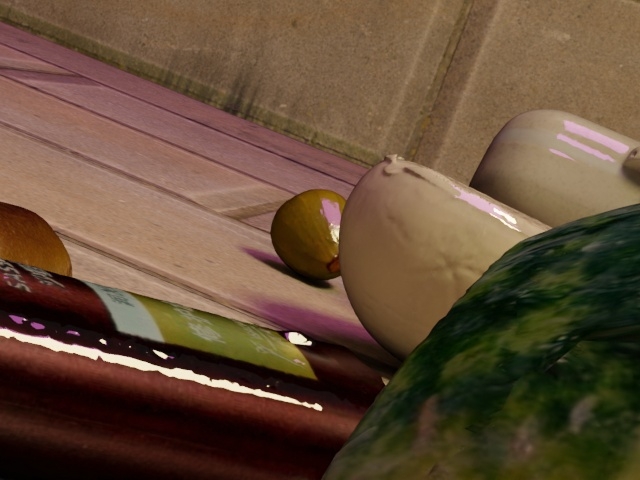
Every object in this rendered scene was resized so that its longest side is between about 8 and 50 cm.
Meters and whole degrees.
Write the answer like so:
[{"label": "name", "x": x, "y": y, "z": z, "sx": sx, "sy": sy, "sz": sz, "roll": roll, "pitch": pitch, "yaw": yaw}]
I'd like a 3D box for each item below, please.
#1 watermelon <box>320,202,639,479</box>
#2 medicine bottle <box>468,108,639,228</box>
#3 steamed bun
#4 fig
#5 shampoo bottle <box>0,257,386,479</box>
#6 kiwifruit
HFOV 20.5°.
[{"label": "watermelon", "x": 0.093, "y": 0.105, "z": 0.413, "sx": 0.193, "sy": 0.310, "sz": 0.231, "roll": 24, "pitch": -31, "yaw": 18}, {"label": "medicine bottle", "x": 0.288, "y": 0.049, "z": 1.362, "sx": 0.375, "sy": 0.123, "sz": 0.282, "roll": 26, "pitch": -26, "yaw": 17}, {"label": "steamed bun", "x": 0.111, "y": 0.039, "z": 1.208, "sx": 0.228, "sy": 0.130, "sz": 0.177, "roll": 27, "pitch": 3, "yaw": -27}, {"label": "fig", "x": 0.000, "y": 0.000, "z": 1.452, "sx": 0.074, "sy": 0.074, "sz": 0.088, "roll": 17, "pitch": 23, "yaw": -30}, {"label": "shampoo bottle", "x": -0.131, "y": 0.042, "z": 0.637, "sx": 0.323, "sy": 0.084, "sz": 0.129, "roll": 17, "pitch": 5, "yaw": -29}, {"label": "kiwifruit", "x": -0.159, "y": 0.016, "z": 0.813, "sx": 0.075, "sy": 0.075, "sz": 0.124, "roll": 22, "pitch": 3, "yaw": 9}]
